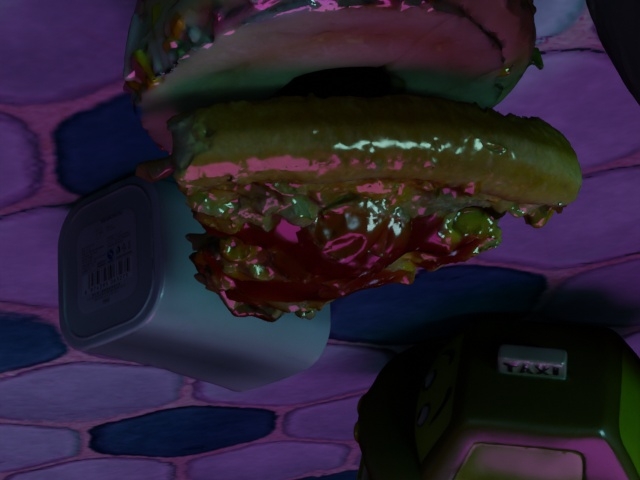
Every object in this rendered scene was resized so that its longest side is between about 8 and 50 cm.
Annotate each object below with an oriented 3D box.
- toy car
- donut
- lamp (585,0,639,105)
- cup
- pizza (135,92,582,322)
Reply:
[{"bbox_3d":[0.145,0.138,1.185,0.247,0.204,0.198,4,139,12],"label":"toy car"},{"bbox_3d":[0.003,-0.084,0.669,0.174,0.068,0.174,-7,158,-3],"label":"donut"},{"bbox_3d":[0.216,-0.127,0.550,0.314,0.182,0.182,-33,179,-37],"label":"lamp"},{"bbox_3d":[-0.079,0.028,0.915,0.128,0.095,0.129,-21,153,39],"label":"cup"},{"bbox_3d":[0.000,0.000,0.709,0.188,0.062,0.199,2,159,-21],"label":"pizza"}]
